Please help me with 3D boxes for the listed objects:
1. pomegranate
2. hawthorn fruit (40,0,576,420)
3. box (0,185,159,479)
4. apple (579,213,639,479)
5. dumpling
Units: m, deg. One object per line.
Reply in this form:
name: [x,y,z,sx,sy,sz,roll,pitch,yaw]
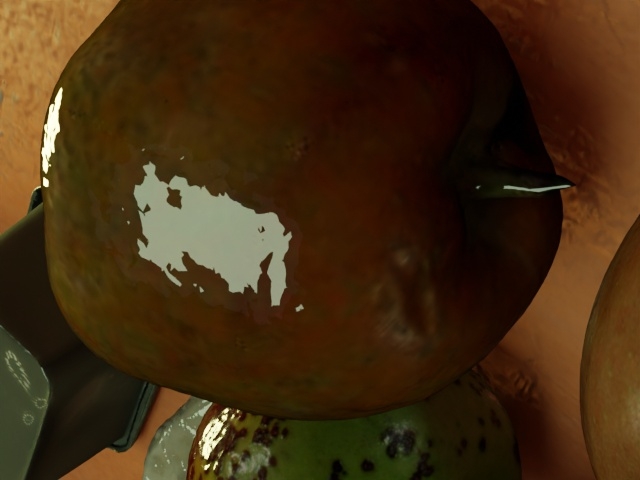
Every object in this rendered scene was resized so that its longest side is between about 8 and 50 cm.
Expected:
pomegranate: [0.012,0.118,1.085,0.214,0.214,0.248,-19,81,48]
hawthorn fruit: [0.004,-0.029,0.925,0.300,0.268,0.268,11,125,32]
box: [-0.222,0.092,1.319,0.163,0.135,0.243,41,139,13]
apple: [0.250,0.065,0.788,0.253,0.253,0.254,24,133,29]
dumpling: [-0.051,0.162,1.242,0.176,0.092,0.150,2,120,39]
